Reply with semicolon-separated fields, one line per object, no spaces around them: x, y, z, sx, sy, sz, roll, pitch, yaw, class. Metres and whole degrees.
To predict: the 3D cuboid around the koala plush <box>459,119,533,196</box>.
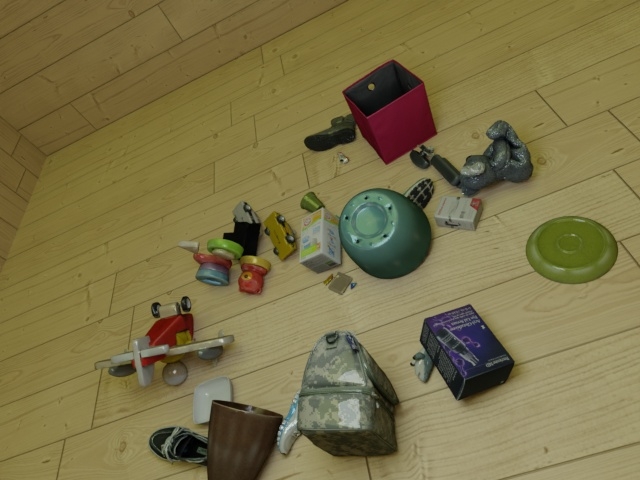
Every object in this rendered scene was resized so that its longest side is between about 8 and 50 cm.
0.568;-0.245;1.546;0.221;0.196;0.203;-30;65;-1;koala plush

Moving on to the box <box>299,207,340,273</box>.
0.000;0.000;1.687;0.114;0.103;0.203;-25;47;34;box

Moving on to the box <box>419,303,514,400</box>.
0.386;0.296;1.233;0.153;0.108;0.207;-15;44;-15;box

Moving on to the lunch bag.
0.079;0.405;1.211;0.212;0.305;0.256;-12;51;19;lunch bag

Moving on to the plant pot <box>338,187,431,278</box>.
0.190;-0.038;1.483;0.293;0.235;0.293;-6;74;23;plant pot

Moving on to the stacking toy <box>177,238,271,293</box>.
-0.376;0.109;1.725;0.308;0.279;0.130;-2;65;26;stacking toy

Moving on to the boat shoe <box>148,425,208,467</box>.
-0.440;0.645;1.441;0.306;0.105;0.113;4;57;31;boat shoe

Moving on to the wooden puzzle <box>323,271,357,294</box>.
0.069;0.151;1.620;0.116;0.014;0.078;29;76;41;wooden puzzle

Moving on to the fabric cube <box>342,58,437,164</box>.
0.283;-0.523;1.868;0.254;0.258;0.259;-32;46;3;fabric cube

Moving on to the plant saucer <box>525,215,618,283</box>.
0.732;0.016;1.348;0.241;0.037;0.241;-15;50;18;plant saucer

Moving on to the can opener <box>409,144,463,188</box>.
0.443;-0.278;1.729;0.093;0.074;0.280;-60;39;24;can opener

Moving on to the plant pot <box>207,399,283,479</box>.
-0.238;0.600;1.318;0.215;0.215;0.230;3;70;30;plant pot

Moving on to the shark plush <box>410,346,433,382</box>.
0.325;0.333;1.330;0.161;0.073;0.067;-35;63;-29;shark plush

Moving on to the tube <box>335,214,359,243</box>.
0.091;-0.034;1.735;0.080;0.052;0.207;-41;40;-13;tube

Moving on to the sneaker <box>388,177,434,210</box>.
0.293;-0.138;1.670;0.275;0.107;0.110;-39;37;-4;sneaker

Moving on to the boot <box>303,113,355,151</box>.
0.051;-0.500;2.112;0.246;0.083;0.161;-9;44;15;boot

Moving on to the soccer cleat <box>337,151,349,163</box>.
0.091;-0.361;2.002;0.035;0.029;0.083;-38;51;-9;soccer cleat

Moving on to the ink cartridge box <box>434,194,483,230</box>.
0.470;-0.094;1.564;0.135;0.056;0.099;11;61;34;ink cartridge box

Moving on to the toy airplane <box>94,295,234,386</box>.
-0.535;0.391;1.583;0.384;0.272;0.386;-26;21;-38;toy airplane

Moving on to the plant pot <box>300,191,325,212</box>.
-0.026;-0.143;1.867;0.083;0.083;0.079;-45;59;-10;plant pot

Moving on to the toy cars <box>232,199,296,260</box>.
-0.220;-0.045;1.877;0.393;0.087;0.177;20;102;40;toy cars

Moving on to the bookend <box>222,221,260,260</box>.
-0.329;-0.014;1.864;0.157;0.072;0.156;22;107;40;bookend

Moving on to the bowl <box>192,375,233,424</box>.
-0.347;0.531;1.517;0.142;0.053;0.142;-23;47;12;bowl

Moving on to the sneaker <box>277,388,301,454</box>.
-0.061;0.536;1.349;0.083;0.071;0.191;10;60;27;sneaker
